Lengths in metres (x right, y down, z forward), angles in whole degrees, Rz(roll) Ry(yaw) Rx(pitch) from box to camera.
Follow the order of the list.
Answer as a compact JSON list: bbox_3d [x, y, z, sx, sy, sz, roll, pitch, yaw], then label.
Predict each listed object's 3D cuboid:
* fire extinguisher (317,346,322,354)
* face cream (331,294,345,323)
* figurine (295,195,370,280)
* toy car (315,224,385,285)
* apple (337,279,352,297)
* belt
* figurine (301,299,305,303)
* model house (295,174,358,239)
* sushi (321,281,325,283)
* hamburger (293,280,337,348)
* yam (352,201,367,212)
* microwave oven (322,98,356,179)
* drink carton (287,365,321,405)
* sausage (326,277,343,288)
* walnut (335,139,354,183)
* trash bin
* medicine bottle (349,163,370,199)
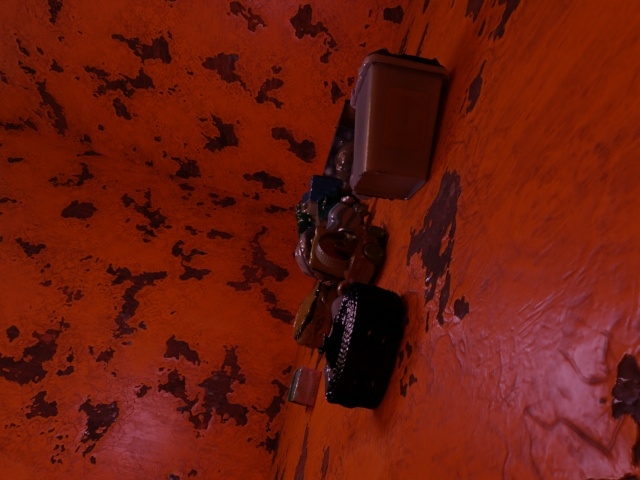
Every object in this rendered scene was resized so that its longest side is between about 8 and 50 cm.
[{"bbox_3d":[0.000,0.547,2.025,0.038,0.025,0.083,-51,3,-1],"label":"fire extinguisher"},{"bbox_3d":[0.088,0.245,1.412,0.252,0.101,0.101,-93,20,-81],"label":"face cream"},{"bbox_3d":[0.000,0.000,1.857,0.377,0.266,0.362,0,58,57],"label":"figurine"},{"bbox_3d":[0.093,0.031,1.355,0.235,0.234,0.145,-78,6,-52],"label":"toy car"},{"bbox_3d":[0.104,0.193,1.576,0.071,0.083,0.084,-30,-43,-83],"label":"apple"},{"bbox_3d":[0.085,0.246,0.962,0.184,0.163,0.290,-175,99,-81],"label":"belt"},{"bbox_3d":[-0.032,0.391,2.373,0.114,0.156,0.126,2,-80,-72],"label":"figurine"},{"bbox_3d":[0.045,-0.184,2.317,0.382,0.334,0.343,-93,15,-48],"label":"model house"},{"bbox_3d":[0.060,0.115,2.001,0.192,0.043,0.279,-34,10,7],"label":"sushi"},{"bbox_3d":[-0.018,0.357,1.951,0.284,0.174,0.305,114,172,-49],"label":"hamburger"},{"bbox_3d":[0.191,-0.165,2.030,0.274,0.061,0.061,-91,18,-81],"label":"yam"},{"bbox_3d":[0.195,-0.639,2.662,0.432,0.236,0.375,111,174,-51],"label":"microwave oven"},{"bbox_3d":[-0.083,0.703,1.935,0.271,0.108,0.161,113,172,-65],"label":"drink carton"},{"bbox_3d":[0.065,0.222,2.073,0.304,0.078,0.078,112,173,-57],"label":"sausage"},{"bbox_3d":[0.174,-0.389,1.998,0.224,0.224,0.224,-164,90,-86],"label":"walnut"},{"bbox_3d":[0.205,-0.314,1.180,0.296,0.255,0.368,126,152,-75],"label":"trash bin"},{"bbox_3d":[0.196,-0.268,1.772,0.215,0.134,0.135,-78,5,-53],"label":"medicine bottle"}]
